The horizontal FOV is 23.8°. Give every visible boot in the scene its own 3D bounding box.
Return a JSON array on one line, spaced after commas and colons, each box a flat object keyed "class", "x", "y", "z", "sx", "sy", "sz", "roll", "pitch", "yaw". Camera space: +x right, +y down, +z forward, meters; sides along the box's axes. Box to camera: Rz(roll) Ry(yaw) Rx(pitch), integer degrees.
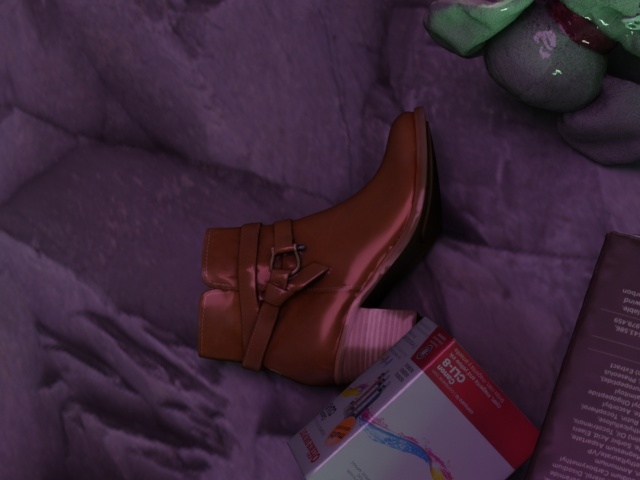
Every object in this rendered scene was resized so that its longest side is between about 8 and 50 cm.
[{"class": "boot", "x": 0.000, "y": 0.000, "z": 1.470, "sx": 0.220, "sy": 0.109, "sz": 0.283, "roll": 4, "pitch": 80, "yaw": 14}]

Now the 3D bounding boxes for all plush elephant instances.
[{"class": "plush elephant", "x": 0.260, "y": -0.225, "z": 1.435, "sx": 0.255, "sy": 0.272, "sz": 0.330, "roll": -33, "pitch": 21, "yaw": 37}]

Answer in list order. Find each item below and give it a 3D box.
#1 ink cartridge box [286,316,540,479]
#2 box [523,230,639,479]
[{"class": "ink cartridge box", "x": 0.079, "y": 0.178, "z": 1.330, "sx": 0.176, "sy": 0.128, "sz": 0.127, "roll": -43, "pitch": 100, "yaw": -2}, {"class": "box", "x": 0.252, "y": 0.207, "z": 1.275, "sx": 0.143, "sy": 0.191, "sz": 0.381, "roll": 15, "pitch": 72, "yaw": 18}]
